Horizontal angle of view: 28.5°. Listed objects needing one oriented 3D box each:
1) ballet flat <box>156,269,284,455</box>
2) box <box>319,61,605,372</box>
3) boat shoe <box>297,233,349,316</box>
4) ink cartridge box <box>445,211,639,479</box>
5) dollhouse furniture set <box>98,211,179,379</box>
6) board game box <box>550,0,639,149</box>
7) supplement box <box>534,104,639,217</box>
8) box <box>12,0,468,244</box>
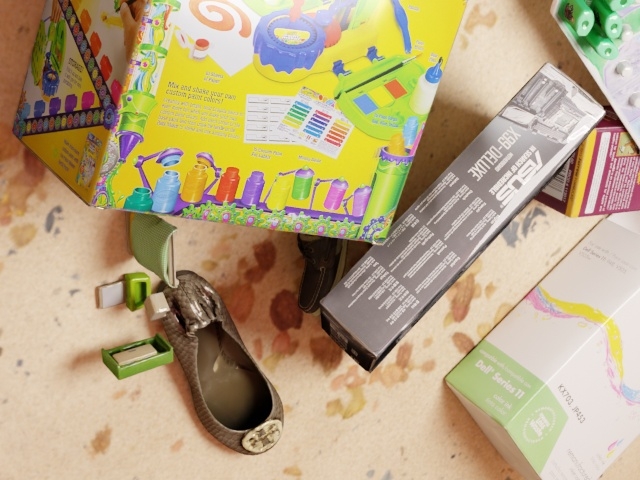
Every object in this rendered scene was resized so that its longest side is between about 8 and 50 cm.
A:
[{"bbox_3d":[-0.092,0.133,1.248,0.084,0.058,0.250,-33,128,-16],"label":"ballet flat"},{"bbox_3d":[0.128,-0.012,1.226,0.307,0.076,0.242,-46,173,-7],"label":"box"},{"bbox_3d":[0.000,0.000,1.253,0.049,0.056,0.152,12,98,-31],"label":"boat shoe"},{"bbox_3d":[0.343,0.123,1.509,0.353,0.119,0.207,-44,130,-8],"label":"ink cartridge box"},{"bbox_3d":[-0.169,0.045,1.137,0.058,0.076,0.152,-15,122,-29],"label":"dollhouse furniture set"},{"bbox_3d":[0.490,-0.212,1.289,0.390,0.050,0.390,-35,124,12],"label":"board game box"},{"bbox_3d":[0.333,-0.093,1.416,0.188,0.081,0.104,-6,116,-32],"label":"supplement box"},{"bbox_3d":[-0.059,-0.168,1.039,0.290,0.177,0.279,8,108,-37],"label":"box"}]
